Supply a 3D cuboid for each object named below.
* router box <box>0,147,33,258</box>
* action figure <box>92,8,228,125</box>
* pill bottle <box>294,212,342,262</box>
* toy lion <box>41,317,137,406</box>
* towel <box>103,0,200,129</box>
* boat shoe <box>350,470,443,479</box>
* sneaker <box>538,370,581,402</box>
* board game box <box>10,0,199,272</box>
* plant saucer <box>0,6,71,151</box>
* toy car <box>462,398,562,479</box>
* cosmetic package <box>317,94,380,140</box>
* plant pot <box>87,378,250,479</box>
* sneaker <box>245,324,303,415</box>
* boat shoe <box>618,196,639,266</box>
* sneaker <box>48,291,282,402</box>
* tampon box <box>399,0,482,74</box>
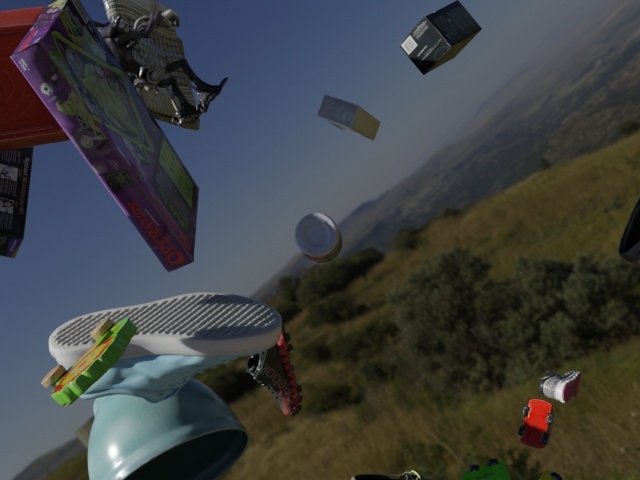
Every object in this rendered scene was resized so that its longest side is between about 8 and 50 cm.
[{"bbox_3d":[-0.773,-0.125,1.598,0.081,0.243,0.309,-49,39,38],"label":"router box"},{"bbox_3d":[-0.318,-0.337,1.349,0.164,0.275,0.141,-37,24,45],"label":"action figure"},{"bbox_3d":[0.000,0.000,1.808,0.108,0.108,0.180,-42,-12,-1],"label":"pill bottle"},{"bbox_3d":[-0.196,0.104,0.636,0.096,0.034,0.100,-26,19,50],"label":"toy lion"},{"bbox_3d":[-0.387,-0.432,1.731,0.056,0.312,0.324,-17,-4,15],"label":"towel"},{"bbox_3d":[0.230,0.675,1.960,0.305,0.091,0.109,-2,13,1],"label":"boat shoe"},{"bbox_3d":[0.536,0.322,1.639,0.170,0.074,0.063,-1,-79,-58],"label":"sneaker"},{"bbox_3d":[-0.272,-0.145,0.993,0.056,0.347,0.208,-25,33,5],"label":"board game box"},{"bbox_3d":[-0.611,-0.292,1.367,0.259,0.259,0.048,-13,21,-19],"label":"plant saucer"},{"bbox_3d":[0.401,0.465,1.482,0.225,0.239,0.053,-23,-33,18],"label":"toy car"},{"bbox_3d":[0.078,-0.315,1.877,0.060,0.098,0.239,-68,-15,6],"label":"cosmetic package"},{"bbox_3d":[-0.305,0.355,1.350,0.293,0.196,0.293,-27,-29,-16],"label":"plant pot"},{"bbox_3d":[-0.130,0.363,1.979,0.135,0.276,0.097,-17,19,-14],"label":"sneaker"},{"bbox_3d":[0.495,-0.064,1.037,0.224,0.073,0.080,-71,23,11],"label":"boat shoe"},{"bbox_3d":[-0.236,0.182,1.174,0.365,0.150,0.135,-5,31,5],"label":"sneaker"},{"bbox_3d":[0.304,-0.513,1.840,0.161,0.101,0.120,-36,-4,-40],"label":"tampon box"}]
